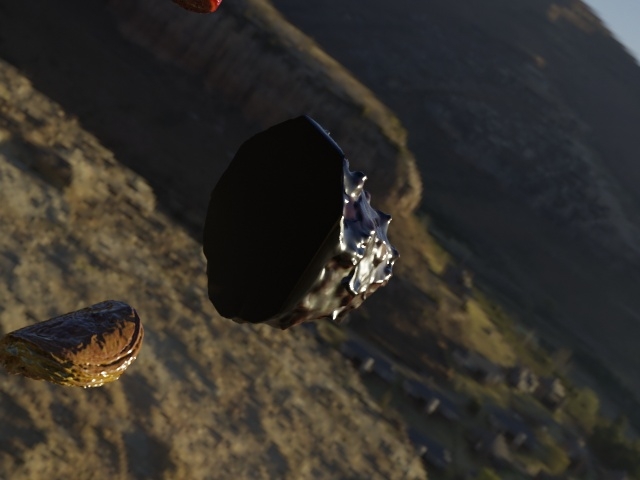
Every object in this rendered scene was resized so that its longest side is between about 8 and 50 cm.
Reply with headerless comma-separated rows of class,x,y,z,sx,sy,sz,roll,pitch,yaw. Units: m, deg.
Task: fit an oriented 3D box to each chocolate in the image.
chocolate,0.000,0.000,1.306,0.177,0.224,0.206,21,20,-40

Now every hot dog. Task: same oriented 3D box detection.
hot dog,-0.444,0.191,2.142,0.196,0.122,0.272,7,17,30

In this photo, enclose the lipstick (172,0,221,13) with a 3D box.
lipstick,-0.078,-0.353,1.269,0.073,0.280,0.073,22,-29,13
